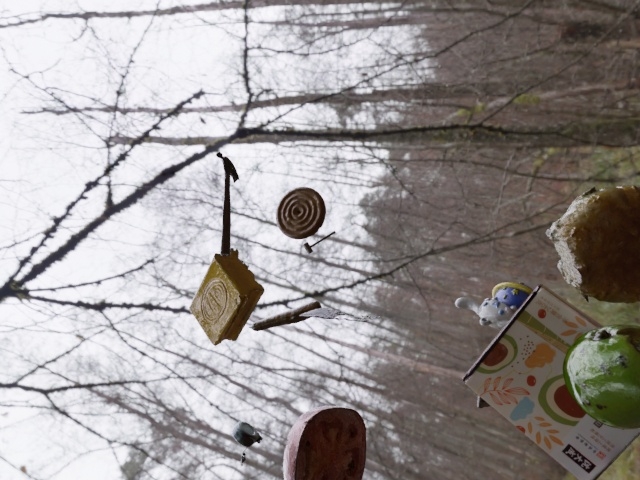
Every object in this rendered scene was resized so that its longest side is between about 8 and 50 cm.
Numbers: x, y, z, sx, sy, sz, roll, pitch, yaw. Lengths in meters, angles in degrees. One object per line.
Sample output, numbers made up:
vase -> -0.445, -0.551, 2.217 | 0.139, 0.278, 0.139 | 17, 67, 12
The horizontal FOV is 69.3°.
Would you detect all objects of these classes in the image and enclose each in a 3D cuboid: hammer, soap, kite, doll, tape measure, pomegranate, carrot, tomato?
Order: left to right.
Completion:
soap -> -0.329, 0.202, 1.597 | 0.096, 0.204, 0.325 | -20, -28, -46
hammer -> -0.267, -0.099, 1.309 | 0.125, 0.026, 0.298 | 47, -143, -64
tape measure -> -0.309, 0.782, 1.765 | 0.180, 0.107, 0.104 | -61, -20, 16
carrot -> -0.153, 0.335, 1.983 | 0.070, 0.342, 0.070 | -20, -90, -77
tomato -> -0.003, 0.665, 1.441 | 0.338, 0.143, 0.339 | -1, -89, -42
hammer -> 0.000, 0.000, 1.416 | 0.110, 0.036, 0.019 | -32, -2, -11
kite -> 0.071, 0.267, 1.633 | 0.152, 0.285, 0.015 | -7, -85, -53
doll -> 0.683, 0.260, 1.763 | 0.243, 0.310, 0.160 | -53, -47, -28
pomegranate -> 0.684, 0.326, 1.006 | 0.236, 0.302, 0.236 | -41, -4, -3

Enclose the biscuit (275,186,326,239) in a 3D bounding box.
biscuit -> -0.096, -0.130, 2.154 | 0.037, 0.261, 0.262 | 33, -108, -64

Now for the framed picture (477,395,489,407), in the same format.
framed picture -> 0.761, 0.580, 1.903 | 0.265, 0.018, 0.192 | -5, -74, -20

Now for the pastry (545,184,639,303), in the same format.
pastry -> 0.616, 0.006, 0.964 | 0.257, 0.235, 0.121 | 62, -172, -6

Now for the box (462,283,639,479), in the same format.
box -> 0.647, 0.368, 1.238 | 0.345, 0.385, 0.122 | -57, -24, 13
